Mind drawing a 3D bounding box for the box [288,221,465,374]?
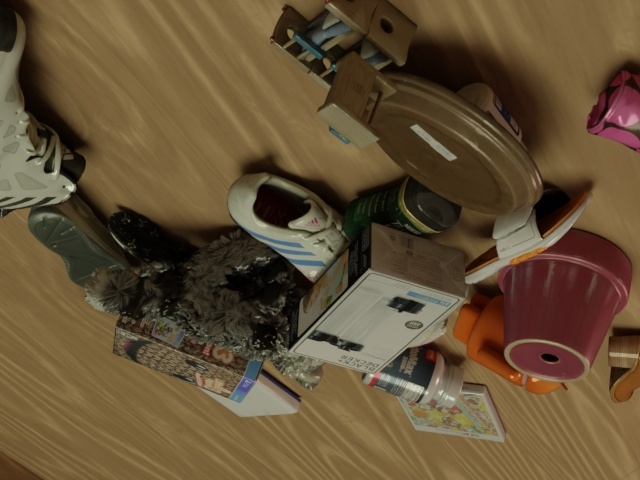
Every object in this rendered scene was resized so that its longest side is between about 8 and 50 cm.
[{"bbox_3d":[0.083,0.100,1.617,0.169,0.087,0.290,18,143,-20],"label":"box"}]

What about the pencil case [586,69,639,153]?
[{"bbox_3d":[0.424,-0.124,1.253,0.209,0.095,0.098,28,165,-10],"label":"pencil case"}]

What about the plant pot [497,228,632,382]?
[{"bbox_3d":[0.360,0.107,1.572,0.201,0.180,0.201,15,150,9],"label":"plant pot"}]

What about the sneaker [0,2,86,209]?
[{"bbox_3d":[-0.480,-0.198,1.637,0.257,0.169,0.447,6,146,-32],"label":"sneaker"}]

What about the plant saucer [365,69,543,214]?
[{"bbox_3d":[0.163,-0.119,1.355,0.278,0.041,0.278,34,167,9],"label":"plant saucer"}]

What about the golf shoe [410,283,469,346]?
[{"bbox_3d":[0.178,0.115,1.785,0.140,0.115,0.306,16,156,-25],"label":"golf shoe"}]

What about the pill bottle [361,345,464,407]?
[{"bbox_3d":[0.180,0.254,1.986,0.180,0.108,0.108,20,150,-3],"label":"pill bottle"}]

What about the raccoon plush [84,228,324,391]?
[{"bbox_3d":[-0.170,0.127,1.912,0.446,0.216,0.299,12,155,23],"label":"raccoon plush"}]

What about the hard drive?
[{"bbox_3d":[-0.223,0.312,2.376,0.210,0.040,0.318,-12,137,43],"label":"hard drive"}]

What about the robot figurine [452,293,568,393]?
[{"bbox_3d":[0.333,0.171,1.717,0.219,0.128,0.158,29,178,23],"label":"robot figurine"}]

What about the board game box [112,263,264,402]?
[{"bbox_3d":[-0.255,0.192,2.073,0.291,0.141,0.232,22,158,-4],"label":"board game box"}]

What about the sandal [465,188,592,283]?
[{"bbox_3d":[0.277,-0.014,1.499,0.076,0.102,0.265,49,138,-5],"label":"sandal"}]

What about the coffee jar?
[{"bbox_3d":[0.125,-0.042,1.564,0.096,0.079,0.184,34,146,-25],"label":"coffee jar"}]

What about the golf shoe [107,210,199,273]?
[{"bbox_3d":[-0.321,0.020,1.924,0.198,0.077,0.094,34,147,-22],"label":"golf shoe"}]

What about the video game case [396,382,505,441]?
[{"bbox_3d":[0.271,0.358,2.182,0.206,0.026,0.227,3,146,25],"label":"video game case"}]

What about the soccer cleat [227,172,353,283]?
[{"bbox_3d":[0.000,0.000,1.653,0.331,0.116,0.143,30,161,-15],"label":"soccer cleat"}]

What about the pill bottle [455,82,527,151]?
[{"bbox_3d":[0.222,-0.145,1.352,0.067,0.067,0.120,-9,139,39],"label":"pill bottle"}]

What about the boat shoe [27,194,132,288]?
[{"bbox_3d":[-0.447,-0.001,1.958,0.118,0.103,0.320,-13,146,15],"label":"boat shoe"}]

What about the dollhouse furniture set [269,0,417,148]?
[{"bbox_3d":[0.009,-0.208,1.255,0.129,0.184,0.129,35,147,-24],"label":"dollhouse furniture set"}]

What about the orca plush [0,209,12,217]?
[{"bbox_3d":[-0.625,-0.177,1.802,0.151,0.102,0.287,-47,125,10],"label":"orca plush"}]

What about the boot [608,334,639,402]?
[{"bbox_3d":[0.572,0.229,1.759,0.152,0.073,0.197,2,149,19],"label":"boot"}]
